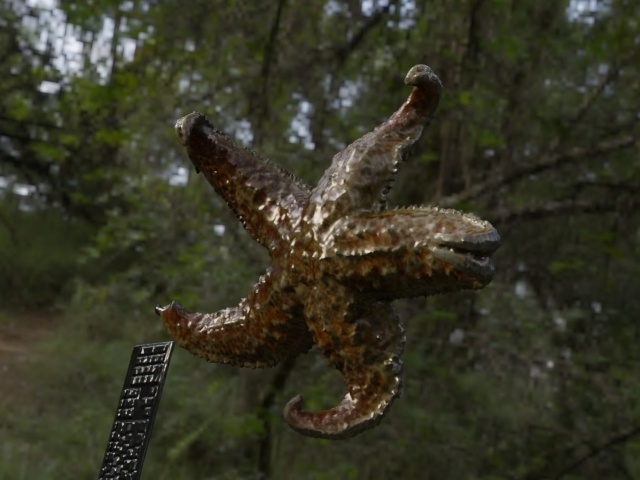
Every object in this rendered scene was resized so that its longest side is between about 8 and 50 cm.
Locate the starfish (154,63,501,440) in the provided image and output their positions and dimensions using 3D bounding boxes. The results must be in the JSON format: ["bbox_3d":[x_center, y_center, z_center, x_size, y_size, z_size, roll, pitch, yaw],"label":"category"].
[{"bbox_3d":[-0.002,-0.003,1.005,0.303,0.312,0.113,41,14,31],"label":"starfish"}]

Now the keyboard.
[{"bbox_3d":[-0.158,0.176,1.016,0.010,0.198,0.063,26,-24,-32],"label":"keyboard"}]
